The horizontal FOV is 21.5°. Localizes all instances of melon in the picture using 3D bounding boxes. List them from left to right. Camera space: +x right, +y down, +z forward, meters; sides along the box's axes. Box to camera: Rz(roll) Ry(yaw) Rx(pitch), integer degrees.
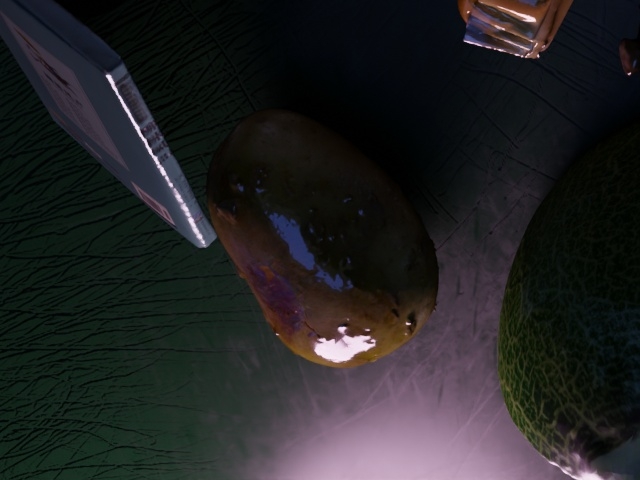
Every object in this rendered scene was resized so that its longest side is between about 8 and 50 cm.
[{"bbox_3d":[0.299,0.068,1.618,0.226,0.343,0.331,45,122,-13],"label":"melon"}]

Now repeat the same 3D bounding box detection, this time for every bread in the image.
[{"bbox_3d":[0.212,-0.294,1.557,0.107,0.136,0.241,28,126,4],"label":"bread"}]

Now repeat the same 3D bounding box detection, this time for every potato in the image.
[{"bbox_3d":[0.000,0.000,1.788,0.210,0.173,0.307,-17,116,49],"label":"potato"}]

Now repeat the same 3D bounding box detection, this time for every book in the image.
[{"bbox_3d":[-0.240,-0.149,1.697,0.264,0.031,0.379,39,167,23],"label":"book"}]

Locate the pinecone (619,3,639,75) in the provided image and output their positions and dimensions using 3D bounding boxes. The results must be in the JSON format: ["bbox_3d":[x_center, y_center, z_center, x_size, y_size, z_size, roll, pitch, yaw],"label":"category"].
[{"bbox_3d":[0.397,-0.199,1.499,0.272,0.224,0.224,-20,112,4],"label":"pinecone"}]

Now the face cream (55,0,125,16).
[{"bbox_3d":[-0.140,-0.380,1.591,0.357,0.219,0.312,-27,111,35],"label":"face cream"}]
